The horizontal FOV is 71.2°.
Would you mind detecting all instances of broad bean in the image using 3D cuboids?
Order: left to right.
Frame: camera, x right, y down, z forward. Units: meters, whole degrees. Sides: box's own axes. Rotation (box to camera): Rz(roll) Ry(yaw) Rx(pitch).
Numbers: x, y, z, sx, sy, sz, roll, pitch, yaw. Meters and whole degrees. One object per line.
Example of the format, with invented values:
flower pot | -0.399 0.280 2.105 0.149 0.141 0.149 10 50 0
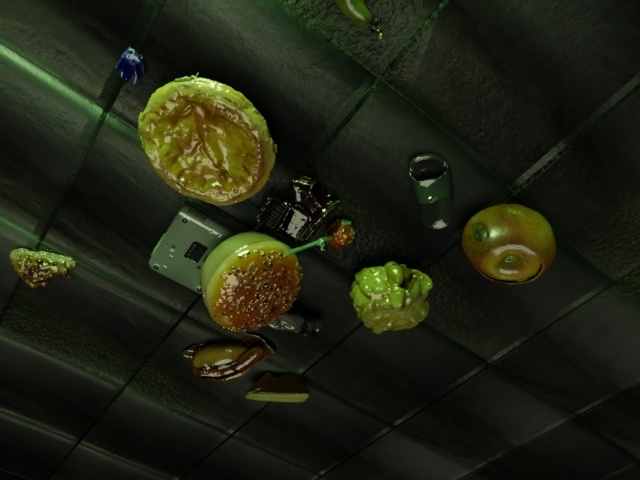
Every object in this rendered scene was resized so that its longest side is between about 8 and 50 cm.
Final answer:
broad bean | 0.042 -0.559 0.944 0.075 0.067 0.325 -8 132 44

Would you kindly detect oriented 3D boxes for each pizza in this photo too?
pizza | -0.862 0.093 1.404 0.193 0.069 0.154 -5 123 7

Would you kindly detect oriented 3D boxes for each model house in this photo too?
model house | -0.063 -0.084 1.246 0.164 0.141 0.203 42 96 1

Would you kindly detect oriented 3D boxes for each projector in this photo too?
projector | -0.365 0.019 1.314 0.198 0.108 0.250 32 119 -18

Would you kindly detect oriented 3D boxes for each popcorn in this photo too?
popcorn | 0.206 0.175 1.360 0.256 0.195 0.255 32 129 -17

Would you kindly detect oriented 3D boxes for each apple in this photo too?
apple | 0.513 0.011 1.219 0.236 0.208 0.237 2 123 3

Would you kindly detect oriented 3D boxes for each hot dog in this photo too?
hot dog | -0.337 0.425 1.587 0.326 0.107 0.194 -25 119 17

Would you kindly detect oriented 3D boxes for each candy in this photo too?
candy | 0.001 -0.001 1.207 0.078 0.287 0.084 31 117 26

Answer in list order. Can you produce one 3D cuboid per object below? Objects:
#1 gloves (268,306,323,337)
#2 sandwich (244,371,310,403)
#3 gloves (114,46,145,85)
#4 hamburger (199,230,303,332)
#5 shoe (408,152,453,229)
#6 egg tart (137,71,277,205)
gloves | -0.112 0.239 1.446 0.285 0.142 0.119 37 90 -20
sandwich | -0.161 0.555 1.686 0.244 0.088 0.090 3 133 -4
gloves | -0.454 -0.416 1.074 0.064 0.026 0.086 32 119 -21
hamburger | -0.186 0.120 1.247 0.300 0.176 0.300 -20 134 -22
shoe | 0.312 -0.117 1.211 0.108 0.093 0.241 -13 124 12
egg tart | -0.272 -0.247 1.118 0.341 0.132 0.342 0 124 0
